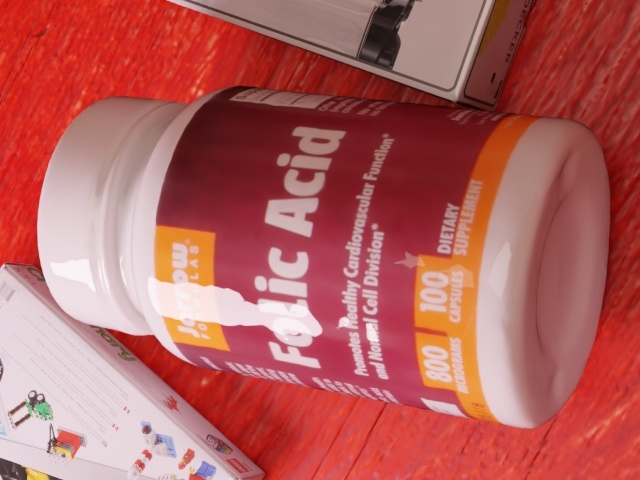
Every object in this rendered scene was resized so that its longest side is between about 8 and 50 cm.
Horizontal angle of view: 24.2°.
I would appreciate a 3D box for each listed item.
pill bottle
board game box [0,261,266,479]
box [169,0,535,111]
[{"bbox_3d":[0.000,0.000,1.127,0.392,0.224,0.224,8,91,25],"label":"pill bottle"},{"bbox_3d":[-0.216,0.185,1.316,0.305,0.053,0.193,39,103,22],"label":"board game box"},{"bbox_3d":[0.027,-0.227,1.199,0.290,0.087,0.169,24,98,24],"label":"box"}]
